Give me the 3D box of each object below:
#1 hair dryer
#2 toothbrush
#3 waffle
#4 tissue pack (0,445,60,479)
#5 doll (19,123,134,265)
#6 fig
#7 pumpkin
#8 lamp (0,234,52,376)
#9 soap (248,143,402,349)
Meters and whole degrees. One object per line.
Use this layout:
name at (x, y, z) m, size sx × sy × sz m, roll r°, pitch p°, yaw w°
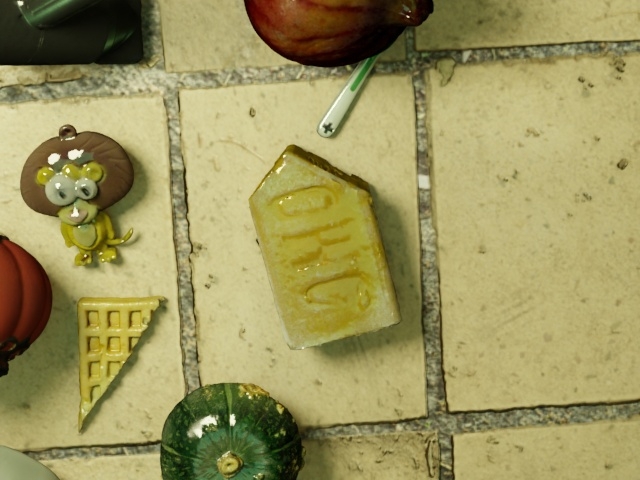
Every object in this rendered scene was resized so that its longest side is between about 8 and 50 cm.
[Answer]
hair dryer at (-0.265, -0.279, 1.615) m, size 0.244 × 0.302 × 0.116 m, roll -8°, pitch 91°, yaw -39°
toothbrush at (0.083, -0.261, 1.774) m, size 0.030 × 0.030 × 0.304 m, roll 33°, pitch 99°, yaw -8°
waffle at (-0.268, 0.169, 1.856) m, size 0.125 × 0.032 × 0.191 m, roll -2°, pitch 104°, yaw -3°
tissue pack at (-0.449, 0.443, 1.802) m, size 0.236 × 0.229 × 0.333 m, roll 8°, pitch 101°, yaw -1°
doll at (-0.299, -0.059, 1.777) m, size 0.145 × 0.096 × 0.188 m, roll -29°, pitch 111°, yaw 12°
fig at (0.022, -0.308, 1.654) m, size 0.235 × 0.235 × 0.214 m, roll -45°, pitch 91°, yaw 7°
pumpkin at (-0.118, 0.276, 1.820) m, size 0.190 × 0.146 × 0.190 m, roll -1°, pitch 93°, yaw -22°
lamp at (-0.450, 0.086, 1.732) m, size 0.227 × 0.227 × 0.227 m, roll 0°, pitch 102°, yaw -1°
soap at (0.000, 0.000, 1.800) m, size 0.160 × 0.080 × 0.257 m, roll -15°, pitch 102°, yaw 1°
